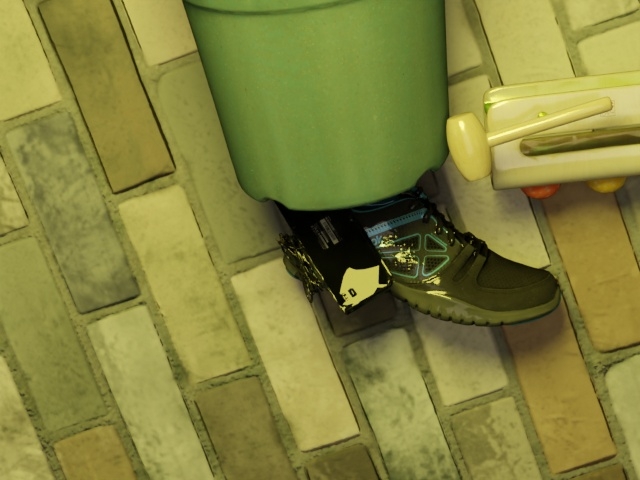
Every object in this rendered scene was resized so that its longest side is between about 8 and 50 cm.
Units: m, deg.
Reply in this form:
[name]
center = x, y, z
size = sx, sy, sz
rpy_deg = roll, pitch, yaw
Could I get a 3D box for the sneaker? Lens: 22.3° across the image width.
[sneaker]
center = 0.131, 0.013, 1.964
size = 0.341, 0.125, 0.139
rpy_deg = 12, 102, -1

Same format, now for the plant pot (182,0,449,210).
[plant pot]
center = 0.002, -0.234, 1.809
size = 0.341, 0.341, 0.334
rpy_deg = -8, 118, 5

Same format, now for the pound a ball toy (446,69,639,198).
[pound a ball toy]
center = 0.307, -0.110, 1.880
size = 0.319, 0.208, 0.135
rpy_deg = -7, 103, 4

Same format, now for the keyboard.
[keyboard]
center = 0.000, 0.000, 1.928
size = 0.100, 0.038, 0.192
rpy_deg = -30, 75, -5
